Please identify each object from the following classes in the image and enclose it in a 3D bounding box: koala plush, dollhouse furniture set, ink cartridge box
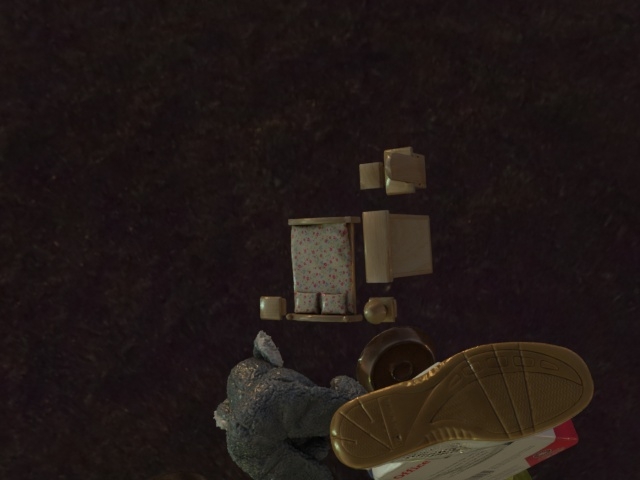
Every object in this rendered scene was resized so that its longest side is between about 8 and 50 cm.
[{"bbox_3d":[-0.076,0.247,1.092,0.196,0.203,0.221,-62,34,6],"label":"koala plush"},{"bbox_3d":[0.000,0.000,1.288,0.355,0.174,0.303,-3,89,31],"label":"dollhouse furniture set"},{"bbox_3d":[0.201,0.257,0.983,0.237,0.172,0.100,15,46,-34],"label":"ink cartridge box"}]

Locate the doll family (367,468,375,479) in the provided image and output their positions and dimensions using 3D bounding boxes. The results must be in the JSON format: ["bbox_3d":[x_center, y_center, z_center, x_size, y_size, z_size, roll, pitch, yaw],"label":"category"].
[{"bbox_3d":[0.192,0.525,1.680,0.193,0.076,0.111,-33,106,3],"label":"doll family"}]

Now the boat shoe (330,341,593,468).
[{"bbox_3d":[0.151,0.180,0.773,0.277,0.096,0.098,-18,64,17],"label":"boat shoe"}]

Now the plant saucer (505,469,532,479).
[{"bbox_3d":[0.499,0.676,1.768,0.037,0.241,0.241,-18,60,25],"label":"plant saucer"}]

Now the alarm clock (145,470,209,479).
[{"bbox_3d":[-0.123,0.253,0.605,0.064,0.192,0.129,42,110,39],"label":"alarm clock"}]

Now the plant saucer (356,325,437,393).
[{"bbox_3d":[0.153,0.247,1.390,0.168,0.168,0.029,-23,26,-7],"label":"plant saucer"}]
